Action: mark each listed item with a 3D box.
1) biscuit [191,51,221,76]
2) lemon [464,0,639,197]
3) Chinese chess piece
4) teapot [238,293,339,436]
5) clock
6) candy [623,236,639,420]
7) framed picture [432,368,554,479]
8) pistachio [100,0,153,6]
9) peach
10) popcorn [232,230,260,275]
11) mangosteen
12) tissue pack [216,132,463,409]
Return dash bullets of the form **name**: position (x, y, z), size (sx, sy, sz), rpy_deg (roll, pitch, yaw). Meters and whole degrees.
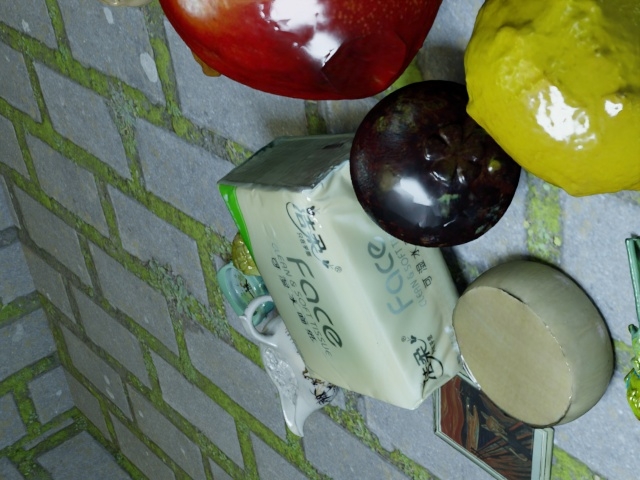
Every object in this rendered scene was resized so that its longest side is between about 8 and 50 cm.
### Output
- **biscuit**: position (-0.159, -0.439, 1.684), size (0.318, 0.110, 0.312), rpy_deg (-13, 105, 57)
- **lemon**: position (0.284, -0.174, 1.113), size (0.288, 0.233, 0.233), rpy_deg (53, 151, 0)
- **Chinese chess piece**: position (0.307, 0.152, 1.491), size (0.249, 0.103, 0.250), rpy_deg (38, 143, 36)
- **teapot**: position (-0.063, 0.241, 2.101), size (0.300, 0.165, 0.208), rpy_deg (58, 164, -16)
- **clock**: position (-0.148, 0.100, 2.195), size (0.148, 0.060, 0.188), rpy_deg (58, 150, 5)
- **candy**: position (0.422, 0.120, 1.334), size (0.077, 0.073, 0.262), rpy_deg (-124, 20, -73)
- **framed picture**: position (0.289, 0.332, 1.766), size (0.273, 0.016, 0.217), rpy_deg (32, 140, 41)
- **pistachio**: position (-0.356, -0.549, 1.841), size (0.187, 0.187, 0.299), rpy_deg (47, 141, 23)
- **peach**: position (-0.016, -0.354, 1.296), size (0.388, 0.388, 0.388), rpy_deg (38, 144, 35)
- **popcorn**: position (-0.128, 0.019, 2.059), size (0.106, 0.116, 0.121), rpy_deg (8, 142, 0)
- **mangosteen**: position (0.155, -0.093, 1.415), size (0.231, 0.231, 0.289), rpy_deg (54, 173, 11)
- **tissue pack**: position (0.040, 0.040, 1.653), size (0.331, 0.205, 0.405), rpy_deg (6, 128, 58)
